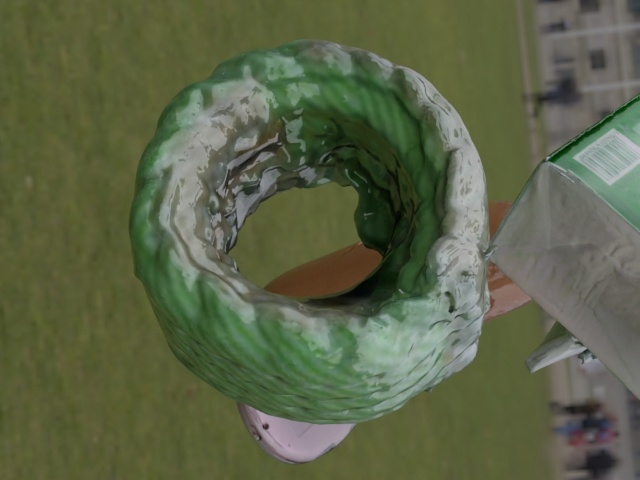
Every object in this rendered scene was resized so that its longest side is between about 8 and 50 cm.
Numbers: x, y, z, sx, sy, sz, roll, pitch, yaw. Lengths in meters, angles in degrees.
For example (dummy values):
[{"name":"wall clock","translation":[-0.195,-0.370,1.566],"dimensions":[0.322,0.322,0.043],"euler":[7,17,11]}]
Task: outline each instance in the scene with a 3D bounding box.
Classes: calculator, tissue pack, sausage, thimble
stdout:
[{"name":"calculator","translation":[-0.010,0.109,1.239],"dimensions":[0.103,0.024,0.166],"euler":[56,34,-4]},{"name":"tissue pack","translation":[0.223,0.003,1.080],"dimensions":[0.209,0.148,0.156],"euler":[-33,158,-44]},{"name":"sausage","translation":[0.089,0.046,1.606],"dimensions":[0.121,0.304,0.121],"euler":[-19,90,-83]},{"name":"thimble","translation":[0.000,0.000,0.972],"dimensions":[0.150,0.219,0.219],"euler":[81,7,-65]}]
